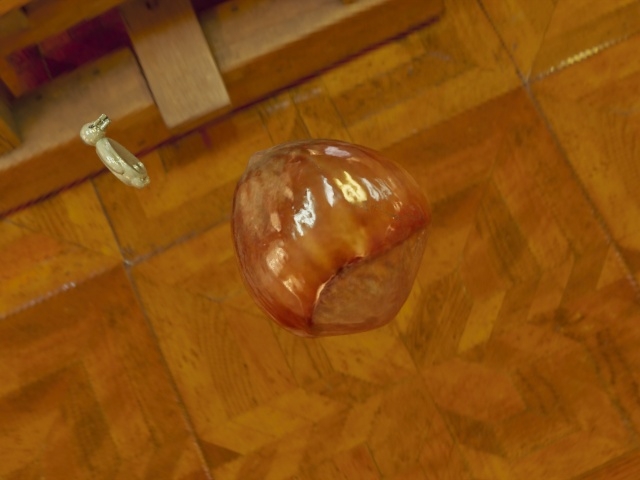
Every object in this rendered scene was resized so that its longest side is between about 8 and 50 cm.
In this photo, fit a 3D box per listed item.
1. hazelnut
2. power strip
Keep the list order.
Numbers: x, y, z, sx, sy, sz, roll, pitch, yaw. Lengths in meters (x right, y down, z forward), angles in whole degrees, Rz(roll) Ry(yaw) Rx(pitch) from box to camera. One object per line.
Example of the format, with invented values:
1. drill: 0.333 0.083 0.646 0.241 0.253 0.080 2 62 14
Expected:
1. hazelnut: 0.000 0.000 1.038 0.182 0.182 0.182 -2 73 6
2. power strip: -0.194 -0.086 1.157 0.083 0.055 0.035 44 102 -4
